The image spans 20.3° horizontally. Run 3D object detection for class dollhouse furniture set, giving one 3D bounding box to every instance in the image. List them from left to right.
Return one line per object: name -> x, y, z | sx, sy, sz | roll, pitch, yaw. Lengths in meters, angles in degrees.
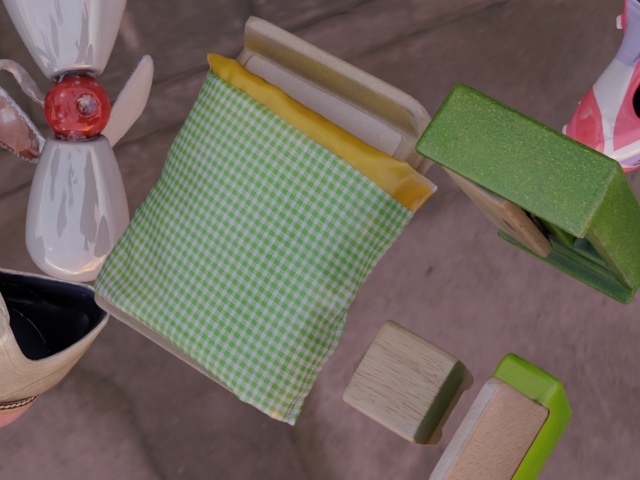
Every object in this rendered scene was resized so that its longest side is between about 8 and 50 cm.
dollhouse furniture set -> 0.000, 0.000, 0.961 | 0.301, 0.151, 0.197 | 30, 87, 26

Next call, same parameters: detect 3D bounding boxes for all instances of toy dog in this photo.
toy dog -> -0.196, -0.153, 1.237 | 0.220, 0.161, 0.333 | 20, 85, -29

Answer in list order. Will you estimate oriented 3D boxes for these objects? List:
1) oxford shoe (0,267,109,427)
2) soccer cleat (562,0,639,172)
oxford shoe -> -0.313, 0.063, 1.295 | 0.146, 0.397, 0.140 | -34, 76, 25
soccer cleat -> 0.276, -0.155, 1.428 | 0.083, 0.248, 0.095 | 43, 150, -25
